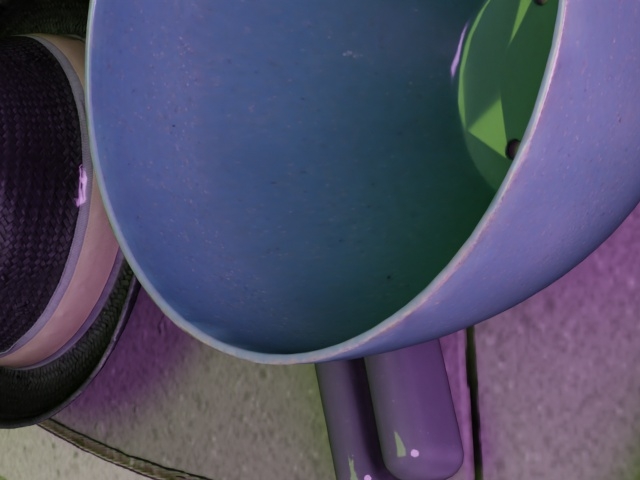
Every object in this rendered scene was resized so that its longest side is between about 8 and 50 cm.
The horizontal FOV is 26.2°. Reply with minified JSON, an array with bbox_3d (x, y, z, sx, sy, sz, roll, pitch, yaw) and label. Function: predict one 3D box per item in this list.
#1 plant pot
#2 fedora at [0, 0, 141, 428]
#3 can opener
[{"bbox_3d":[0.054,-0.088,0.626,0.290,0.195,0.290,-6,82,46],"label":"plant pot"},{"bbox_3d":[-0.252,-0.026,0.909,0.334,0.153,0.334,-3,86,48],"label":"fedora"},{"bbox_3d":[0.000,0.000,0.747,0.076,0.095,0.283,-35,55,40],"label":"can opener"}]
